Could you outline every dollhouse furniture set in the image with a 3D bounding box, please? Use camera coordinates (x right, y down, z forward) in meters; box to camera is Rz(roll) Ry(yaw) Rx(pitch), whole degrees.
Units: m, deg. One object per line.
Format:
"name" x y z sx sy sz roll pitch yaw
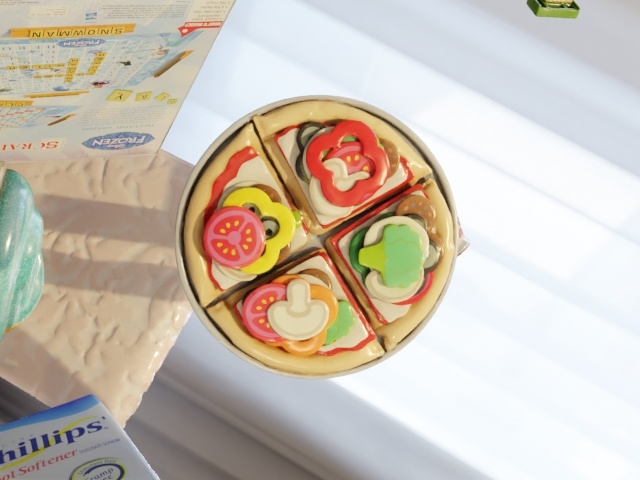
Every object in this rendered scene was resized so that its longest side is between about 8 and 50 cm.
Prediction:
"dollhouse furniture set" 0.301 -0.340 1.513 0.076 0.058 0.152 -115 -151 -46

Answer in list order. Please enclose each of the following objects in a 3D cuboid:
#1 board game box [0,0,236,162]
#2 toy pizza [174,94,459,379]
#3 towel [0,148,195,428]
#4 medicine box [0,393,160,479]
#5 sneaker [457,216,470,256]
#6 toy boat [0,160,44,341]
"board game box" -0.280 -0.181 1.271 0.318 0.066 0.318 -5 156 -27
"toy pizza" 0.000 0.000 0.872 0.201 0.201 0.032 -61 -169 2
"towel" -0.285 0.027 1.498 0.332 0.317 0.053 -60 161 -12
"medicine box" -0.199 0.326 1.104 0.149 0.289 0.263 -17 117 -23
"sneaker" 0.085 -0.034 1.671 0.087 0.221 0.128 -47 124 -52
"toy boat" -0.342 0.090 1.260 0.267 0.148 0.318 132 -31 -67
